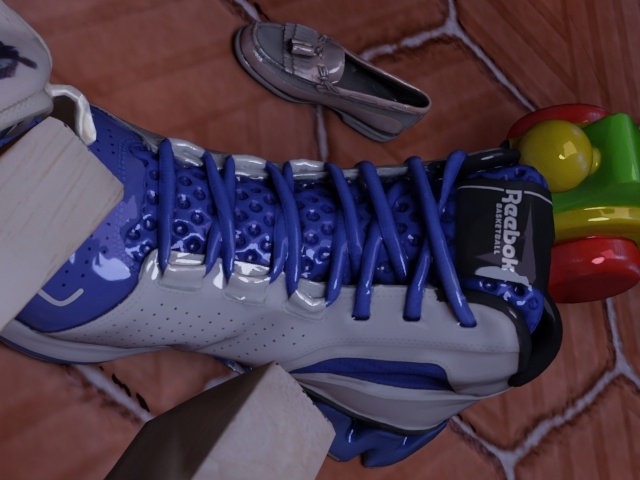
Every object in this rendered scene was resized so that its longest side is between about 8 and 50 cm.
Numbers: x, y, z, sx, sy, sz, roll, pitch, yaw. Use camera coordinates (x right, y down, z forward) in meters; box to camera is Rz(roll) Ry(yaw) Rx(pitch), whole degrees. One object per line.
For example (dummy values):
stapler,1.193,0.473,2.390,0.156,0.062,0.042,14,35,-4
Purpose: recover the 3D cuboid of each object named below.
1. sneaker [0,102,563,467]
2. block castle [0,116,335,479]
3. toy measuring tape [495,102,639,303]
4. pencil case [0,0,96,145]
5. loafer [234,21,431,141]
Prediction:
sneaker,0.001,0.001,0.675,0.315,0.182,0.127,25,53,-36
block castle,-0.161,0.113,0.367,0.453,0.303,0.213,50,45,-14
toy measuring tape,0.175,-0.004,0.941,0.330,0.121,0.121,33,47,-60
pencil case,-0.247,-0.177,0.516,0.183,0.160,0.410,-30,94,-13
loafer,0.010,-0.096,0.835,0.125,0.039,0.045,24,56,-36
